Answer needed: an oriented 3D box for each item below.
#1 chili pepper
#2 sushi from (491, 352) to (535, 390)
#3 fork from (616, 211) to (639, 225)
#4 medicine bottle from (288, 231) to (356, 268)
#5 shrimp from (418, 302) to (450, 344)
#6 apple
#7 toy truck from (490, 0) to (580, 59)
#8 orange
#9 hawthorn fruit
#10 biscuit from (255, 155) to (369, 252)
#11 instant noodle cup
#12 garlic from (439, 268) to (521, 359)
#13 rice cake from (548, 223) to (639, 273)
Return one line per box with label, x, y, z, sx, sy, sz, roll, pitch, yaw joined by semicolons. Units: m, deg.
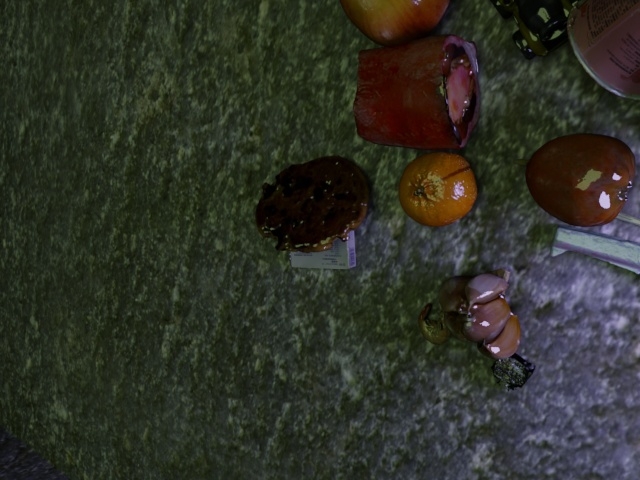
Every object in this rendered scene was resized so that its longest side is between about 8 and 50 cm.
chili pepper;0.205;-0.343;1.257;0.305;0.229;0.251;4;137;29
sushi;0.473;0.327;1.318;0.083;0.056;0.085;37;114;19
fork;0.706;-0.035;1.139;0.219;0.028;0.034;26;114;23
medicine bottle;0.000;0.000;1.535;0.201;0.052;0.171;-1;98;29
shrimp;0.311;0.200;1.407;0.095;0.045;0.162;26;117;46
apple;0.174;-0.604;1.227;0.286;0.233;0.286;5;100;30
toy truck;0.453;-0.508;1.122;0.147;0.165;0.224;-34;80;29
orange;0.283;-0.125;1.290;0.193;0.161;0.193;6;105;25
hawthorn fruit;0.536;-0.137;1.141;0.251;0.199;0.199;25;111;39
biscuit;-0.022;-0.093;1.469;0.334;0.081;0.289;-6;66;21
instant noodle cup;0.622;-0.419;0.950;0.243;0.243;0.231;60;157;8
garlic;0.382;0.183;1.293;0.160;0.191;0.214;6;115;54
rice cake;0.656;0.034;1.167;0.290;0.051;0.081;17;98;28
